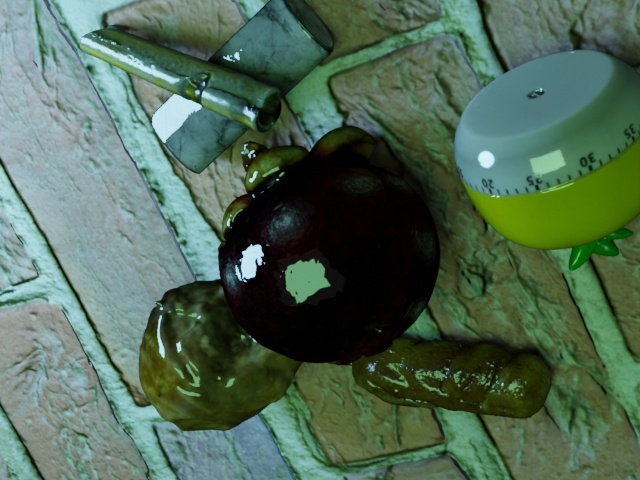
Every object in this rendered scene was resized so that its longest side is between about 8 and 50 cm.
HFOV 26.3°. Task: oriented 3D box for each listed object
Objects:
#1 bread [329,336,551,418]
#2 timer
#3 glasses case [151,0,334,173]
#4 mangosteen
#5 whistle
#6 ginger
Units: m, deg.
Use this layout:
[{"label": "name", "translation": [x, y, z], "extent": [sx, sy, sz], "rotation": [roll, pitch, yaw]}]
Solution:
[{"label": "bread", "translation": [0.171, 0.205, 2.043], "extent": [0.344, 0.084, 0.124], "rotation": [4, 116, 19]}, {"label": "timer", "translation": [0.323, -0.078, 1.754], "extent": [0.285, 0.285, 0.285], "rotation": [8, 117, 16]}, {"label": "glasses case", "translation": [-0.113, -0.222, 1.949], "extent": [0.299, 0.060, 0.114], "rotation": [-40, 90, 31]}, {"label": "mangosteen", "translation": [0.000, 0.000, 1.897], "extent": [0.307, 0.307, 0.347], "rotation": [-38, 67, 31]}, {"label": "whistle", "translation": [-0.198, -0.235, 1.925], "extent": [0.326, 0.068, 0.057], "rotation": [25, 135, 26]}, {"label": "ginger", "translation": [-0.144, 0.176, 2.082], "extent": [0.269, 0.200, 0.223], "rotation": [-12, 153, -14]}]
